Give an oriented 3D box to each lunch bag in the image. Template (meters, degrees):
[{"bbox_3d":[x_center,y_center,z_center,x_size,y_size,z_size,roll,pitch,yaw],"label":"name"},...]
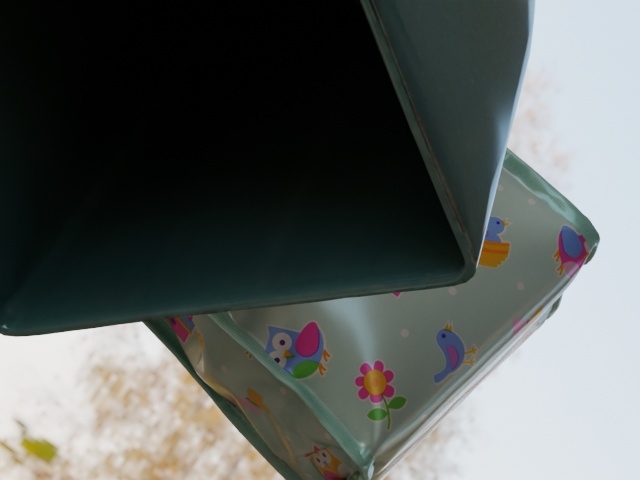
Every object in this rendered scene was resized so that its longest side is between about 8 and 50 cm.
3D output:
[{"bbox_3d":[0.000,0.000,1.043,0.262,0.223,0.160,46,-22,10],"label":"lunch bag"}]

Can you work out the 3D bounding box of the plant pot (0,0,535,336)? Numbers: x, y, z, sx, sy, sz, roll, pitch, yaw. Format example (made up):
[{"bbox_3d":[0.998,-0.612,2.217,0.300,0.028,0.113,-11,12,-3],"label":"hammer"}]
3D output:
[{"bbox_3d":[-0.022,-0.113,0.539,0.166,0.234,0.165,-7,-57,27],"label":"plant pot"}]
